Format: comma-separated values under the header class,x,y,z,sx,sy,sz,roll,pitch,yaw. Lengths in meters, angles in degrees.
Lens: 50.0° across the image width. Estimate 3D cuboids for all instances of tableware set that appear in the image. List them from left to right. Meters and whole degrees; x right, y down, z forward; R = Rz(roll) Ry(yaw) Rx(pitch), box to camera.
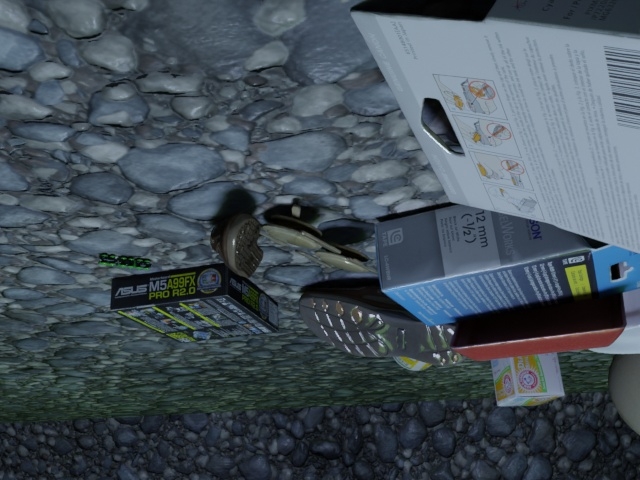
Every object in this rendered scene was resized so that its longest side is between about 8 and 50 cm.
class,x,y,z,sx,sy,sz,roll,pitch,yaw
tableware set,0.000,0.000,0.986,0.128,0.039,0.194,8,165,45

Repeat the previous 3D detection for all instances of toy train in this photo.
class,x,y,z,sx,sy,sz,roll,pitch,yaw
toy train,-0.308,0.035,1.079,0.083,0.017,0.023,10,165,-30

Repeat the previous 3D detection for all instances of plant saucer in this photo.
class,x,y,z,sx,sy,sz,roll,pitch,yaw
plant saucer,0.361,0.118,1.127,0.258,0.048,0.259,-12,-165,24

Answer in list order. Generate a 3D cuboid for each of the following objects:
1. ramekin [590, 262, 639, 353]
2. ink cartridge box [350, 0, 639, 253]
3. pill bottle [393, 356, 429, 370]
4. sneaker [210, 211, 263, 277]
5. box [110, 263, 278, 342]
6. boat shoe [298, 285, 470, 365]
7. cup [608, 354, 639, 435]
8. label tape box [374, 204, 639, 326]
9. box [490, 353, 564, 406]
class,x,y,z,sx,sy,sz,roll,pitch,yaw
ramekin,0.610,0.111,1.234,0.277,0.135,0.277,-2,158,-1
ink cartridge box,0.196,-0.105,0.601,0.261,0.066,0.296,22,162,38
pill bottle,0.215,0.193,1.416,0.117,0.118,0.208,-1,159,-5
sneaker,-0.125,0.003,0.938,0.071,0.066,0.188,29,162,9
box,-0.219,0.122,1.255,0.216,0.060,0.270,-8,158,14
boat shoe,0.121,0.140,1.253,0.324,0.116,0.123,12,125,15
cup,0.784,0.247,1.429,0.331,0.331,0.237,-7,134,11
label tape box,0.283,0.025,1.006,0.347,0.115,0.249,-14,157,19
box,0.420,0.234,1.429,0.103,0.203,0.114,0,159,-7
